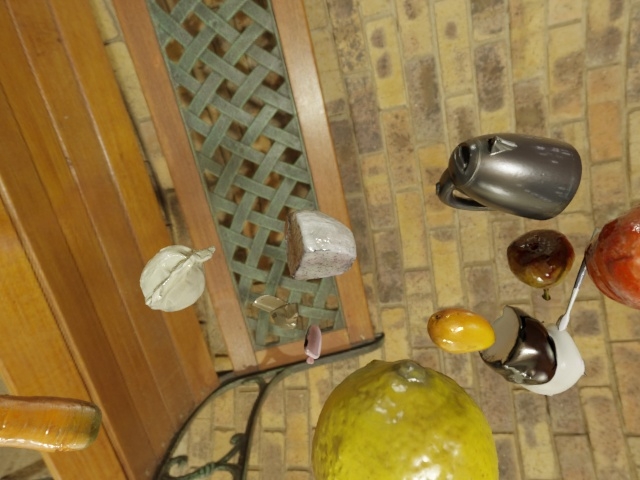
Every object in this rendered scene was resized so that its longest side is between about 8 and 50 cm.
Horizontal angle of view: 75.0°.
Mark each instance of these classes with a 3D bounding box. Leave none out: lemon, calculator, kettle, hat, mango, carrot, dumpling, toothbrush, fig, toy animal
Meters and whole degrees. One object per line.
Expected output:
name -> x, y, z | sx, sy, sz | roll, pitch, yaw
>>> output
lemon -> 0.155, 0.403, 0.793 | 0.350, 0.349, 0.388 | -50, 151, -68
calculator -> -0.030, 0.428, 1.725 | 0.103, 0.024, 0.166 | 43, 44, -42
kettle -> 0.449, -0.155, 1.071 | 0.268, 0.290, 0.208 | 119, -26, -56
hat -> -0.170, 0.267, 1.514 | 0.147, 0.175, 0.085 | 126, -20, -56
mango -> 0.437, 0.280, 1.283 | 0.112, 0.219, 0.145 | -98, -158, -66
carrot -> -0.446, 0.282, 0.649 | 0.193, 0.087, 0.087 | 29, 51, -39
dumpling -> -0.333, 0.076, 1.007 | 0.147, 0.193, 0.258 | 47, -2, -7
toothbrush -> 0.687, 0.106, 1.107 | 0.026, 0.024, 0.288 | -32, 138, -77
fig -> 0.662, 0.095, 1.291 | 0.290, 0.190, 0.191 | 83, 11, -50
toy animal -> 0.702, 0.384, 1.379 | 0.251, 0.309, 0.251 | -59, -170, 18

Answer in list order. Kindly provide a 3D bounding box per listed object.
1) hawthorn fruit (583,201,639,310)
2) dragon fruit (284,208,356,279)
hawthorn fruit -> 0.698, 0.056, 0.841 | 0.272, 0.241, 0.242 | 64, 2, 38
dragon fruit -> 0.000, 0.000, 1.446 | 0.283, 0.220, 0.204 | 116, -30, -62
